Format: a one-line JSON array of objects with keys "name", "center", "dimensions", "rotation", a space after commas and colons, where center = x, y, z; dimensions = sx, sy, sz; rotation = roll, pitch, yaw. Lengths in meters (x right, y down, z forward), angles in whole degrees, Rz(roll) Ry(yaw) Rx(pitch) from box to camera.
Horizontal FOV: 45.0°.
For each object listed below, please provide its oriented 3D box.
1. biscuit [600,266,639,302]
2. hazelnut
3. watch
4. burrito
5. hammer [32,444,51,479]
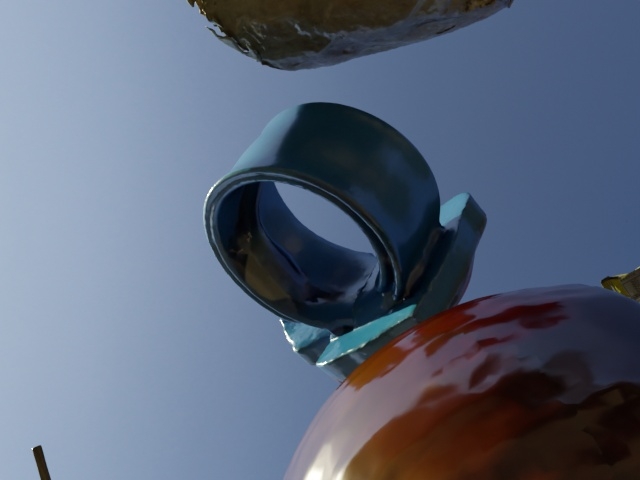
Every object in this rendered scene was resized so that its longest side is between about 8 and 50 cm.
[{"name": "biscuit", "center": [0.462, -0.006, 0.881], "dimensions": [0.292, 0.026, 0.048], "rotation": [-32, -108, 14]}, {"name": "hazelnut", "center": [0.153, 0.225, 0.470], "dimensions": [0.402, 0.402, 0.429], "rotation": [-46, -137, 16]}, {"name": "watch", "center": [0.000, 0.000, 0.879], "dimensions": [0.274, 0.241, 0.305], "rotation": [45, -42, -15]}, {"name": "burrito", "center": [0.039, -0.258, 0.836], "dimensions": [0.347, 0.175, 0.107], "rotation": [-9, -115, 9]}, {"name": "hammer", "center": [-0.412, 0.405, 1.193], "dimensions": [0.062, 0.017, 0.182], "rotation": [-20, -106, -5]}]
